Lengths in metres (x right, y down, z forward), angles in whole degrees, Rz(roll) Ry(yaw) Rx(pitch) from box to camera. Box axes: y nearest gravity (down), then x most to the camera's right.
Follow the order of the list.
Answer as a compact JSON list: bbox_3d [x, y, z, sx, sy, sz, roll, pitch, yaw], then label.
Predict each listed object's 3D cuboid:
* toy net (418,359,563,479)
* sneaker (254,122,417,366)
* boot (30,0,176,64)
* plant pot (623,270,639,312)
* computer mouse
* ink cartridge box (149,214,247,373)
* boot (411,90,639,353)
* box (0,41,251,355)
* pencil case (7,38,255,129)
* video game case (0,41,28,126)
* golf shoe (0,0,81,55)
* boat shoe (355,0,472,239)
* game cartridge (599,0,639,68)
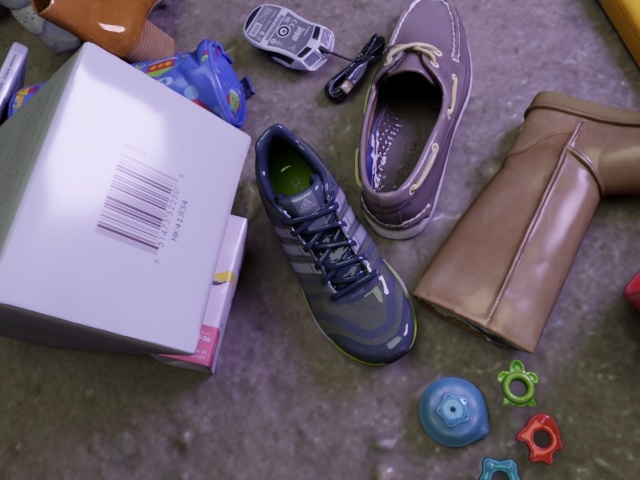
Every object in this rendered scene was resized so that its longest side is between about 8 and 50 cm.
[{"bbox_3d":[0.170,0.236,0.528,0.122,0.045,0.232,-14,68,7],"label":"toy net"},{"bbox_3d":[0.000,0.000,0.619,0.111,0.121,0.300,-33,65,1],"label":"sneaker"},{"bbox_3d":[-0.303,-0.383,0.793,0.104,0.211,0.295,-24,65,25],"label":"boot"},{"bbox_3d":[0.426,0.049,0.426,0.275,0.275,0.243,-39,74,-2],"label":"plant pot"},{"bbox_3d":[-0.017,-0.261,0.773,0.193,0.042,0.106,30,84,17],"label":"computer mouse"},{"bbox_3d":[-0.125,0.039,0.634,0.067,0.115,0.198,13,72,-4],"label":"ink cartridge box"},{"bbox_3d":[0.258,-0.006,0.578,0.236,0.089,0.270,23,75,34],"label":"boot"},{"bbox_3d":[-0.255,-0.009,0.580,0.345,0.168,0.215,-9,63,47],"label":"box"},{"bbox_3d":[-0.247,-0.177,0.755,0.306,0.119,0.133,-11,69,10],"label":"pencil case"},{"bbox_3d":[-0.447,-0.156,0.784,0.022,0.190,0.173,22,70,-25],"label":"video game case"},{"bbox_3d":[-0.379,-0.406,0.894,0.115,0.140,0.306,-5,45,26],"label":"golf shoe"},{"bbox_3d":[0.109,-0.167,0.670,0.116,0.097,0.325,9,72,18],"label":"boat shoe"},{"bbox_3d":[0.497,-0.246,0.625,0.285,0.053,0.324,-19,65,7],"label":"game cartridge"}]
